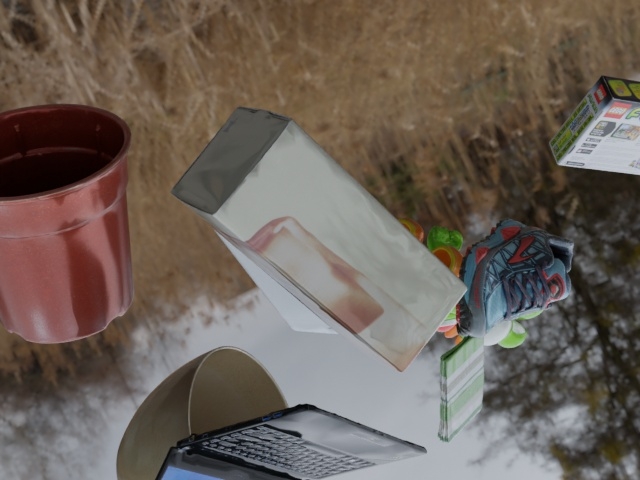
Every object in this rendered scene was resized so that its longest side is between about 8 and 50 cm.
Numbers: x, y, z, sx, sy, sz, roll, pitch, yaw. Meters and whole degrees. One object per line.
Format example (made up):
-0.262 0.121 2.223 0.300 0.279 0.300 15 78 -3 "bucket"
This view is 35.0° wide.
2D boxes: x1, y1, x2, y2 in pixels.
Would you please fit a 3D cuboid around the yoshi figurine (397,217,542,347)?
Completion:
0.266 0.065 1.702 0.203 0.204 0.362 -15 150 35 "yoshi figurine"

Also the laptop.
-0.049 0.287 1.069 0.264 0.137 0.234 -20 150 28 "laptop"

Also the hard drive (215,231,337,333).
-0.046 0.022 1.490 0.203 0.308 0.040 -1 -135 44 "hard drive"

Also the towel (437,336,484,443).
0.207 0.211 1.502 0.023 0.152 0.113 16 -147 34 "towel"

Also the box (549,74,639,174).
0.380 -0.124 1.159 0.206 0.036 0.114 5 142 -23 "box"

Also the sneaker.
0.258 0.045 1.309 0.125 0.104 0.262 11 -149 26 "sneaker"

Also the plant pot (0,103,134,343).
-0.383 -0.016 1.442 0.272 0.265 0.272 -3 -146 2 "plant pot"

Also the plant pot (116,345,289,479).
-0.177 0.313 1.444 0.190 0.284 0.284 -21 -175 23 "plant pot"

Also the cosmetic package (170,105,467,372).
0.000 0.000 1.111 0.129 0.296 0.153 -51 -154 -7 "cosmetic package"
